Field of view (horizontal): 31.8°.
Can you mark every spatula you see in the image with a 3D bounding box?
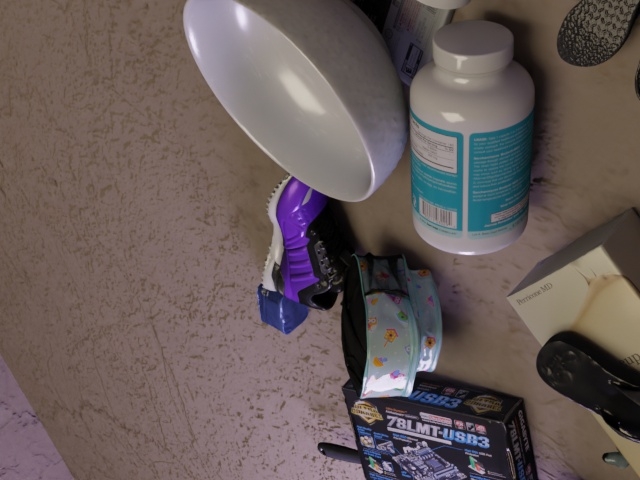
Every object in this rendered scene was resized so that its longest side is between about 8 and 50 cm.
[{"bbox_3d":[0.108,0.371,1.916,0.296,0.030,0.084,-1,119,38],"label":"spatula"}]

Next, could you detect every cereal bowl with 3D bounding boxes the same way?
[{"bbox_3d":[-0.012,-0.219,1.441,0.339,0.141,0.339,39,160,18],"label":"cereal bowl"}]

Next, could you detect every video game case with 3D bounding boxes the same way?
[{"bbox_3d":[0.087,-0.304,1.397,0.173,0.022,0.190,39,143,17],"label":"video game case"}]

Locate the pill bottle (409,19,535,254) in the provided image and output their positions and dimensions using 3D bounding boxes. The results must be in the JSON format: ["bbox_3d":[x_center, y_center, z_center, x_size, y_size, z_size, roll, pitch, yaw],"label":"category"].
[{"bbox_3d":[0.180,-0.124,1.339,0.146,0.146,0.264,25,136,33],"label":"pill bottle"}]

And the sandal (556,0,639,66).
[{"bbox_3d":[0.313,-0.256,1.179,0.067,0.040,0.179,38,128,11],"label":"sandal"}]

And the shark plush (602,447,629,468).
[{"bbox_3d":[0.439,0.282,1.462,0.161,0.073,0.067,39,133,18],"label":"shark plush"}]

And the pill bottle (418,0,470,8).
[{"bbox_3d":[0.156,-0.358,1.187,0.124,0.124,0.221,40,142,18],"label":"pill bottle"}]

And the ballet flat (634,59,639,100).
[{"bbox_3d":[0.362,-0.216,1.126,0.074,0.074,0.203,34,140,24],"label":"ballet flat"}]

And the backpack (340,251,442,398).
[{"bbox_3d":[0.099,0.131,1.606,0.144,0.188,0.166,6,134,-3],"label":"backpack"}]

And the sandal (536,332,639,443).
[{"bbox_3d":[0.359,0.195,1.278,0.254,0.054,0.097,24,127,23],"label":"sandal"}]

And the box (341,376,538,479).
[{"bbox_3d":[0.195,0.354,1.762,0.295,0.073,0.293,6,122,36],"label":"box"}]

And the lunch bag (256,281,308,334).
[{"bbox_3d":[-0.067,0.098,1.864,0.065,0.067,0.098,23,134,34],"label":"lunch bag"}]

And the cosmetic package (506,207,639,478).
[{"bbox_3d":[0.386,0.137,1.340,0.309,0.113,0.160,52,133,-1],"label":"cosmetic package"}]

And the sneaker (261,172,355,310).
[{"bbox_3d":[0.000,0.000,1.692,0.146,0.102,0.293,32,144,19],"label":"sneaker"}]
